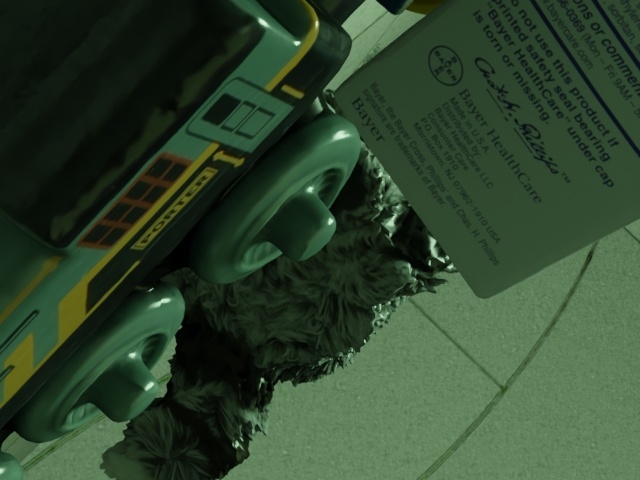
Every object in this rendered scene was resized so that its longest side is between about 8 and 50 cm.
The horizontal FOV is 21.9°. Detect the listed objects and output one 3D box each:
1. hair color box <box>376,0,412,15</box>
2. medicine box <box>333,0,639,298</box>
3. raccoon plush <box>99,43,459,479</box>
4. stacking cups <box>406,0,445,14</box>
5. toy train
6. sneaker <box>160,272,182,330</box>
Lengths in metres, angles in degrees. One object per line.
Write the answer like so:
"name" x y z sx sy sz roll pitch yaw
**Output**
"hair color box" 0.126 -0.258 0.650 0.347 0.105 0.174 -46 -179 -26
"medicine box" 0.199 -0.131 0.889 0.263 0.149 0.289 -38 -176 -40
"raccoon plush" 0.000 0.000 1.339 0.446 0.216 0.299 -44 169 32
"stacking cups" 0.143 -0.277 1.058 0.316 0.096 0.096 -48 179 -24
"toy train" -0.123 0.007 0.546 0.334 0.142 0.190 -44 167 8
"sneaker" -0.093 -0.029 1.398 0.262 0.099 0.121 -54 170 7
